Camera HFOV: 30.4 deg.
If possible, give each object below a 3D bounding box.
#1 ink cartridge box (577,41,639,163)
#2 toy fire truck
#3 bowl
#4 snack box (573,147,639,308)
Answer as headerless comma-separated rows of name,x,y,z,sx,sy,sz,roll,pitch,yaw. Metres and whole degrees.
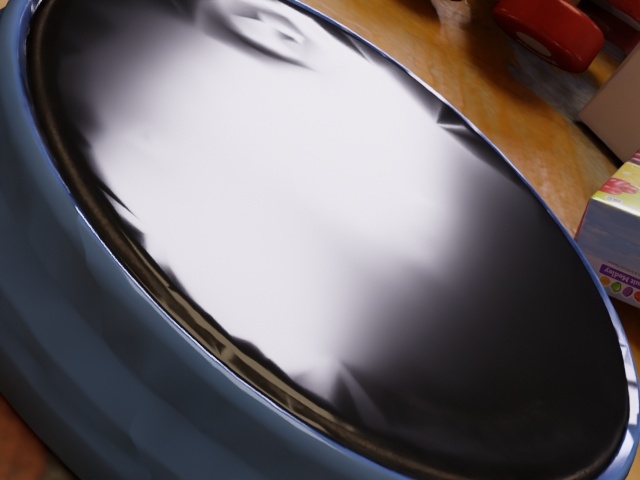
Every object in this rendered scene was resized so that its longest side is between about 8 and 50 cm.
ink cartridge box,0.469,-0.046,1.097,0.395,0.166,0.285,50,30,17
toy fire truck,0.190,-0.274,1.113,0.302,0.169,0.254,33,2,8
bowl,0.000,0.000,0.588,0.391,0.077,0.391,29,31,-20
snack box,0.292,0.004,0.871,0.174,0.070,0.207,25,26,19
